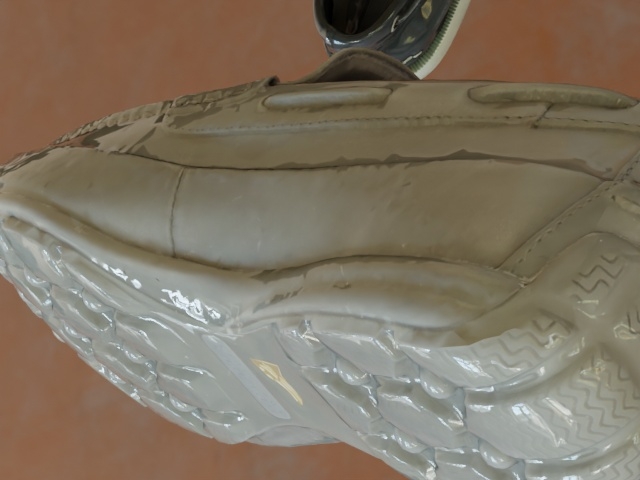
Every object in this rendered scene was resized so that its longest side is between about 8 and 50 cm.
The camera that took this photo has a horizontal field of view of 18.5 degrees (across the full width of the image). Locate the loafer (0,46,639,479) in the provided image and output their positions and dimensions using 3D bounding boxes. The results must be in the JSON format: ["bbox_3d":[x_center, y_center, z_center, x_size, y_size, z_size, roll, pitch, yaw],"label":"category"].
[{"bbox_3d":[0.000,0.000,0.596,0.319,0.112,0.111,10,54,51],"label":"loafer"}]

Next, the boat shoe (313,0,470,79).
[{"bbox_3d":[0.069,-0.270,1.284,0.127,0.113,0.340,26,99,23],"label":"boat shoe"}]
